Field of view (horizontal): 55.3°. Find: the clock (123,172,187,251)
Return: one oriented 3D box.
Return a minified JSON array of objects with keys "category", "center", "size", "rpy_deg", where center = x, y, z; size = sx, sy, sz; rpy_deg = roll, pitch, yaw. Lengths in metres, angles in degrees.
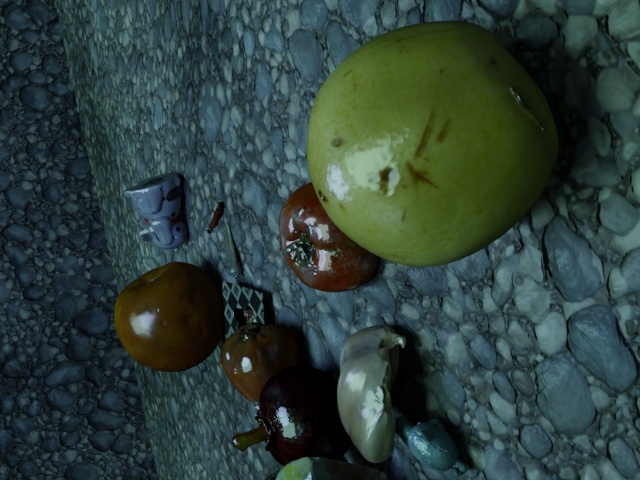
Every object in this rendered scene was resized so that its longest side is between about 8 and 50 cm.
[{"category":"clock","center":[-0.525,-0.081,2.027],"size":[0.189,0.189,0.253],"rpy_deg":[24,128,54]}]

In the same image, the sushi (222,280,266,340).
[{"category":"sushi","center":[-0.192,0.228,1.687],"size":[0.231,0.047,0.219],"rpy_deg":[9,104,53]}]

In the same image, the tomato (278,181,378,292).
[{"category":"tomato","center":[0.000,0.000,1.185],"size":[0.237,0.095,0.236],"rpy_deg":[15,112,43]}]

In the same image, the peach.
[{"category":"peach","center":[-0.456,0.243,1.876],"size":[0.343,0.343,0.301],"rpy_deg":[4,127,59]}]

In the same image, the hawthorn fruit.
[{"category":"hawthorn fruit","center":[-0.133,0.322,1.502],"size":[0.199,0.200,0.251],"rpy_deg":[18,131,56]}]

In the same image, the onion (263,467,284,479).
[{"category":"onion","center":[-0.081,0.730,1.525],"size":[0.314,0.233,0.313],"rpy_deg":[-43,34,40]}]

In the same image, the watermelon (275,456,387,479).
[{"category":"watermelon","center":[0.031,0.558,1.210],"size":[0.261,0.201,0.212],"rpy_deg":[65,148,36]}]

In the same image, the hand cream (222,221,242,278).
[{"category":"hand cream","center":[-0.255,0.031,1.737],"size":[0.057,0.037,0.165],"rpy_deg":[-47,54,55]}]

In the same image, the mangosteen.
[{"category":"mangosteen","center":[-0.063,0.392,1.315],"size":[0.235,0.262,0.235],"rpy_deg":[32,128,53]}]

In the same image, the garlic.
[{"category":"garlic","center":[0.081,0.261,1.130],"size":[0.217,0.110,0.227],"rpy_deg":[-113,32,-72]}]

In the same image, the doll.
[{"category":"doll","center":[0.187,0.347,1.087],"size":[0.120,0.075,0.180],"rpy_deg":[41,175,-11]}]

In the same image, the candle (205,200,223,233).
[{"category":"candle","center":[-0.312,-0.060,1.798],"size":[0.026,0.021,0.167],"rpy_deg":[66,148,20]}]

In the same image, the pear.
[{"category":"pear","center":[0.137,-0.121,0.764],"size":[0.309,0.310,0.309],"rpy_deg":[29,126,52]}]
